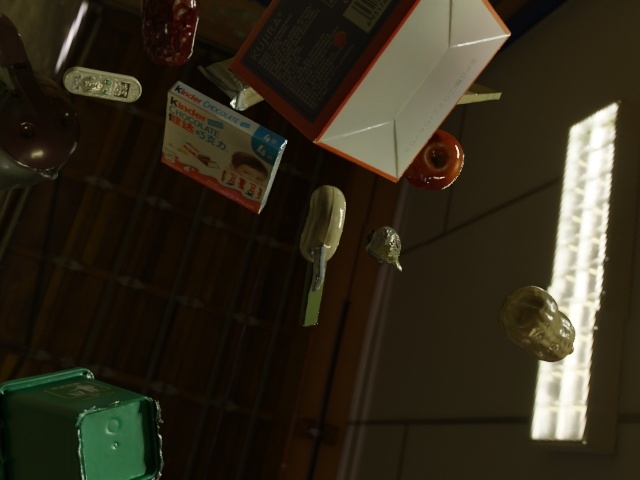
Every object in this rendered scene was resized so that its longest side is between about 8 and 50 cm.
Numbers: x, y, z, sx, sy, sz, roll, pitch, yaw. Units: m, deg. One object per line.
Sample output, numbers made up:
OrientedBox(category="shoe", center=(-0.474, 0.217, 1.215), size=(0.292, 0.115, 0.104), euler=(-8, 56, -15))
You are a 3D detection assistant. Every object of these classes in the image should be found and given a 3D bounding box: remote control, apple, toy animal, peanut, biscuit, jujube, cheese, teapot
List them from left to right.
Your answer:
OrientedBox(category="teapot", center=(-0.544, -0.234, 1.172), size=(0.312, 0.233, 0.314), euler=(7, -60, 41))
OrientedBox(category="remote control", center=(-0.636, -0.456, 2.033), size=(0.042, 0.222, 0.078), euler=(54, -48, 46))
OrientedBox(category="jujube", center=(-0.400, -0.578, 1.851), size=(0.155, 0.155, 0.230), euler=(-106, -159, -64))
OrientedBox(category="biscuit", center=(-0.144, -0.445, 1.809), size=(0.186, 0.309, 0.079), euler=(50, -24, 25))
OrientedBox(category="biscuit", center=(-0.020, 0.124, 2.275), size=(0.099, 0.038, 0.322), euler=(-8, 108, -60))
OrientedBox(category="cheese", center=(0.006, -0.013, 1.469), size=(0.249, 0.071, 0.163), euler=(-97, -155, -65))
OrientedBox(category="toy animal", center=(0.172, 0.026, 1.907), size=(0.098, 0.098, 0.137), euler=(-105, 176, -63))
OrientedBox(category="apple", center=(0.282, -0.205, 1.767), size=(0.139, 0.163, 0.163), euler=(125, -17, -84))
OrientedBox(category="peanut", center=(0.422, 0.166, 1.358), size=(0.124, 0.257, 0.123), euler=(-16, -122, 28))

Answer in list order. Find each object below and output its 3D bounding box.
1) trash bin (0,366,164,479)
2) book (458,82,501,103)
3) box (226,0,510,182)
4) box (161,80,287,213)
OrientedBox(category="trash bin", center=(-0.546, 0.454, 1.551), size=(0.381, 0.259, 0.295), euler=(-5, -90, 43))
OrientedBox(category="book", center=(0.246, -0.347, 1.598), size=(0.201, 0.290, 0.026), euler=(37, -50, 49))
OrientedBox(category="box", center=(0.086, -0.334, 1.207), size=(0.257, 0.319, 0.348), euler=(44, -74, 27))
OrientedBox(category="box", center=(-0.227, -0.202, 1.579), size=(0.048, 0.273, 0.265), euler=(-60, 178, -33))
